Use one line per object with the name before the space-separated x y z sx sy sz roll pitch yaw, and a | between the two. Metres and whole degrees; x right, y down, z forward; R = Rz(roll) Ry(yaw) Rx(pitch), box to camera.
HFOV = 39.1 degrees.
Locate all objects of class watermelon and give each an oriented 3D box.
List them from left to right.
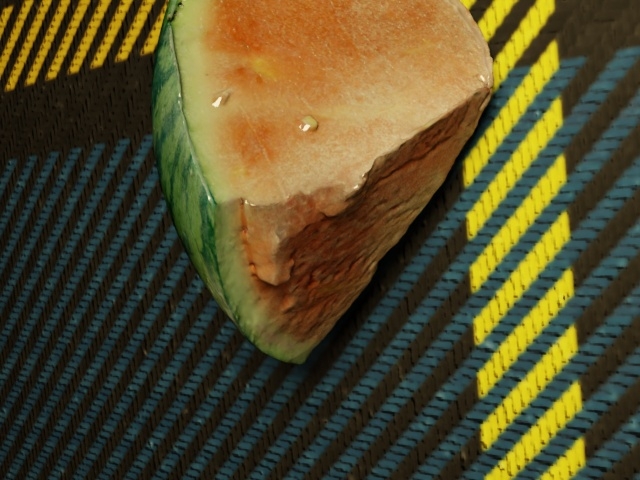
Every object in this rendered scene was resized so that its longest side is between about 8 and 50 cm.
watermelon | -0.044 -0.109 0.676 0.319 0.222 0.292 -47 64 23
